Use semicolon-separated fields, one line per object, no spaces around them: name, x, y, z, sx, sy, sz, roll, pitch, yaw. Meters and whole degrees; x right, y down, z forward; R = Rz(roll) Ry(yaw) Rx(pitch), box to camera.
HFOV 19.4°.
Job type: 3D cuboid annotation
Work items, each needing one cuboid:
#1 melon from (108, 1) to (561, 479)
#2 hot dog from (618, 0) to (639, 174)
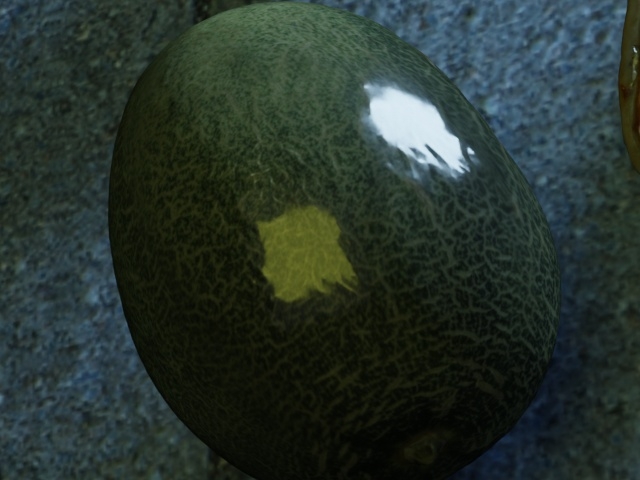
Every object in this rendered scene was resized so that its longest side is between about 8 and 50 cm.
melon;0.000;0.000;1.090;0.248;0.248;0.329;-36;50;9
hot dog;0.236;-0.129;1.136;0.104;0.076;0.250;4;73;7
